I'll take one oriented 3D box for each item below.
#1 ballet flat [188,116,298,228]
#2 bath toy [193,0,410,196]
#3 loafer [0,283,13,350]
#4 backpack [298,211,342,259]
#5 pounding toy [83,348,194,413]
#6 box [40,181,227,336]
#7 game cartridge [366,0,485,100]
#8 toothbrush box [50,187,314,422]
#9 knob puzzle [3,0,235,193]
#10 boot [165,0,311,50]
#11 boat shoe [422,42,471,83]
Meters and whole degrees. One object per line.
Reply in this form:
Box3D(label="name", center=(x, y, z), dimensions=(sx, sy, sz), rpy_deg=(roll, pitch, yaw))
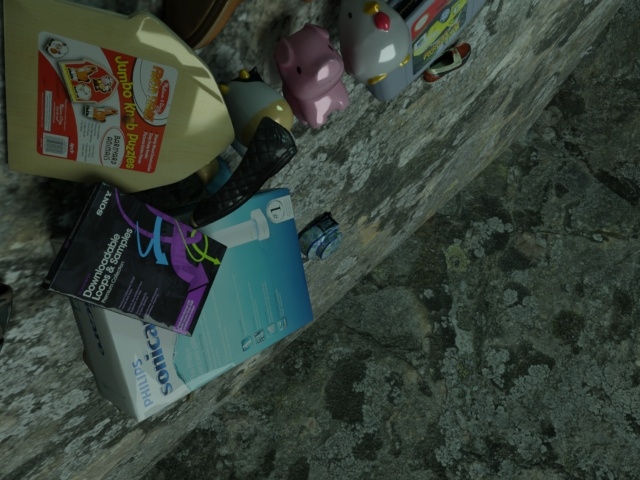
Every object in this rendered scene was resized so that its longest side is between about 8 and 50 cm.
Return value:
Box3D(label="ballet flat", center=(-0.093, -0.068, 0.487), dimensions=(0.173, 0.049, 0.057), rpy_deg=(-37, -175, 29))
Box3D(label="bath toy", center=(-0.031, -0.201, 0.553), dimensions=(0.348, 0.129, 0.151), rpy_deg=(-39, -153, -12))
Box3D(label="loafer", center=(-0.407, 0.077, 0.393), dimensions=(0.084, 0.096, 0.267), rpy_deg=(-65, 170, 0))
Box3D(label="backpack", center=(0.000, 0.000, 1.172), dimensions=(0.114, 0.084, 0.105), rpy_deg=(-35, 159, -23))
Box3D(label="pounding toy", center=(-0.290, 0.215, 0.814), dimensions=(0.206, 0.181, 0.094), rpy_deg=(-28, 156, -46))
Box3D(label="box", center=(-0.188, 0.026, 0.471), dimensions=(0.162, 0.029, 0.116), rpy_deg=(32, 70, -40))
Box3D(label="game cartridge", center=(0.189, -0.385, 0.754), dimensions=(0.294, 0.060, 0.196), rpy_deg=(-46, 168, 4))
Box3D(label="toothbrush box", center=(-0.167, 0.062, 0.603), dimensions=(0.126, 0.217, 0.295), rpy_deg=(2, -162, 43))
Box3D(label="knob puzzle", center=(-0.177, -0.123, 0.413), dimensions=(0.213, 0.030, 0.213), rpy_deg=(-11, 140, -9))
Box3D(label="boot", center=(-0.053, -0.261, 0.430), dimensions=(0.197, 0.073, 0.152), rpy_deg=(-49, 168, 24))
Box3D(label="boat shoe", center=(0.281, -0.396, 0.959), dimensions=(0.137, 0.049, 0.043), rpy_deg=(-37, 161, -10))
